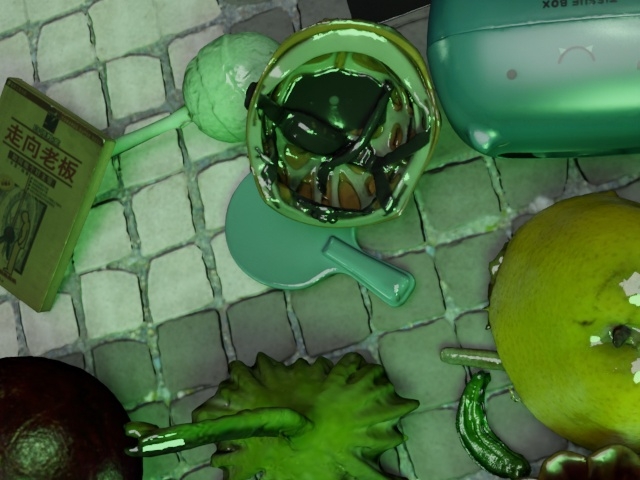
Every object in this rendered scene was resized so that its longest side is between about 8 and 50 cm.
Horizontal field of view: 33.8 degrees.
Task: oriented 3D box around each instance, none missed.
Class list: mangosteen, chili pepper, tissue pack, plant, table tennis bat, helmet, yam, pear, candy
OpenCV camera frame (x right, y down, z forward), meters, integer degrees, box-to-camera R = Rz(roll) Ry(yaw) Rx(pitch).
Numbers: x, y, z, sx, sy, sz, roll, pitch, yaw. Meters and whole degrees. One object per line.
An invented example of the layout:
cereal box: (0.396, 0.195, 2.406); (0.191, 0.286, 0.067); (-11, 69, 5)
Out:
mangosteen: (-0.324, 0.265, 1.057); (0.297, 0.297, 0.293); (-13, 65, 14)
chili pepper: (0.167, 0.194, 1.062); (0.055, 0.035, 0.118); (-21, 64, -1)
tissue pack: (0.251, -0.174, 1.017); (0.287, 0.198, 0.206); (0, 79, 15)
plant: (-0.022, 0.201, 0.972); (0.251, 0.333, 0.180); (-12, 91, 2)
table tennis bat: (0.000, 0.000, 1.147); (0.237, 0.038, 0.149); (30, 83, 23)
helmet: (0.017, -0.127, 1.082); (0.198, 0.130, 0.224); (4, 112, -9)
yam: (0.179, 0.122, 1.076); (0.116, 0.021, 0.021); (4, 81, 18)
pear: (0.282, 0.062, 0.970); (0.267, 0.178, 0.267); (-1, 75, 5)
candy: (-0.224, -0.111, 1.211); (0.440, 0.119, 0.119); (-23, 74, 19)

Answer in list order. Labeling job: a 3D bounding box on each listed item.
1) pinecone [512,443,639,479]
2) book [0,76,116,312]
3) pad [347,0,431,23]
pinecone: (0.251, 0.319, 0.897); (0.244, 0.309, 0.244); (0, 109, -1)
book: (-0.337, -0.050, 1.220); (0.161, 0.026, 0.231); (32, 109, 19)
pad: (0.072, -0.326, 1.204); (0.112, 0.003, 0.157); (-18, 75, 12)
